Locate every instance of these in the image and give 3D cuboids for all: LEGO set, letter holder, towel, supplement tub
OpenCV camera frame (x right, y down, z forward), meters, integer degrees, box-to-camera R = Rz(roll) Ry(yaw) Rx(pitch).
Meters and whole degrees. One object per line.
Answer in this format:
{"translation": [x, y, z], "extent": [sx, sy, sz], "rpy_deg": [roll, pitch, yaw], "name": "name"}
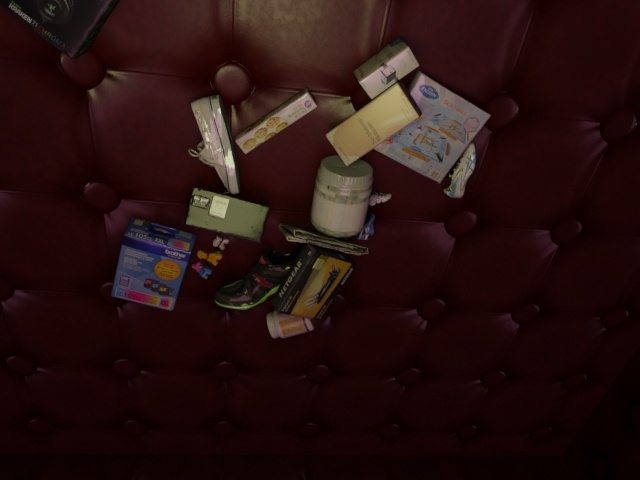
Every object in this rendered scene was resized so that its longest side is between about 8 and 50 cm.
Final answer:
{"translation": [-0.489, 0.075, 2.014], "extent": [0.093, 0.087, 0.227], "rpy_deg": [29, 116, -22], "name": "LEGO set"}
{"translation": [-0.374, -0.101, 1.886], "extent": [0.302, 0.214, 0.152], "rpy_deg": [14, 90, -13], "name": "letter holder"}
{"translation": [0.000, 0.000, 1.881], "extent": [0.312, 0.324, 0.056], "rpy_deg": [15, 92, -15], "name": "towel"}
{"translation": [-0.138, 0.375, 2.212], "extent": [0.199, 0.144, 0.144], "rpy_deg": [-16, 124, 6], "name": "supplement tub"}

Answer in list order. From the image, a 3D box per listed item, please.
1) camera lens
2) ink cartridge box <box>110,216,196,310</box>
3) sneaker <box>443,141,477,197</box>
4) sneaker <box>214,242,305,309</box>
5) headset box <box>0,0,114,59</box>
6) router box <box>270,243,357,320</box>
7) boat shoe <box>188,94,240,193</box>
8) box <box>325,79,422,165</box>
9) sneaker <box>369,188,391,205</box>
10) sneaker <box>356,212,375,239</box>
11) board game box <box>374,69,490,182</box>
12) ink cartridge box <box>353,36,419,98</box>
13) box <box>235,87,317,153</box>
{"translation": [0.081, -0.164, 1.823], "extent": [0.219, 0.219, 0.274], "rpy_deg": [4, 123, -8], "name": "camera lens"}
{"translation": [-0.689, 0.078, 1.964], "extent": [0.270, 0.151, 0.395], "rpy_deg": [16, 119, -15], "name": "ink cartridge box"}
{"translation": [0.558, -0.278, 1.874], "extent": [0.086, 0.085, 0.237], "rpy_deg": [11, 119, -3], "name": "sneaker"}
{"translation": [-0.242, 0.140, 2.042], "extent": [0.482, 0.185, 0.202], "rpy_deg": [-24, 118, -1], "name": "sneaker"}
{"translation": [-0.759, -0.745, 1.410], "extent": [0.246, 0.131, 0.283], "rpy_deg": [38, 113, -26], "name": "headset box"}
{"translation": [-0.026, 0.178, 1.961], "extent": [0.243, 0.081, 0.309], "rpy_deg": [17, 112, -37], "name": "router box"}
{"translation": [-0.398, -0.333, 1.718], "extent": [0.156, 0.136, 0.367], "rpy_deg": [-9, 121, 1], "name": "boat shoe"}
{"translation": [0.189, -0.414, 1.676], "extent": [0.311, 0.121, 0.148], "rpy_deg": [-33, 100, 26], "name": "box"}
{"translation": [0.236, -0.187, 1.931], "extent": [0.098, 0.038, 0.069], "rpy_deg": [-23, 124, 9], "name": "sneaker"}
{"translation": [0.204, -0.059, 2.008], "extent": [0.059, 0.053, 0.144], "rpy_deg": [15, 130, -14], "name": "sneaker"}
{"translation": [0.411, -0.417, 1.775], "extent": [0.318, 0.066, 0.318], "rpy_deg": [24, 119, -19], "name": "board game box"}
{"translation": [0.220, -0.585, 1.600], "extent": [0.190, 0.140, 0.082], "rpy_deg": [-34, 122, 17], "name": "ink cartridge box"}
{"translation": [-0.164, -0.433, 1.714], "extent": [0.324, 0.063, 0.067], "rpy_deg": [-29, 123, 14], "name": "box"}
